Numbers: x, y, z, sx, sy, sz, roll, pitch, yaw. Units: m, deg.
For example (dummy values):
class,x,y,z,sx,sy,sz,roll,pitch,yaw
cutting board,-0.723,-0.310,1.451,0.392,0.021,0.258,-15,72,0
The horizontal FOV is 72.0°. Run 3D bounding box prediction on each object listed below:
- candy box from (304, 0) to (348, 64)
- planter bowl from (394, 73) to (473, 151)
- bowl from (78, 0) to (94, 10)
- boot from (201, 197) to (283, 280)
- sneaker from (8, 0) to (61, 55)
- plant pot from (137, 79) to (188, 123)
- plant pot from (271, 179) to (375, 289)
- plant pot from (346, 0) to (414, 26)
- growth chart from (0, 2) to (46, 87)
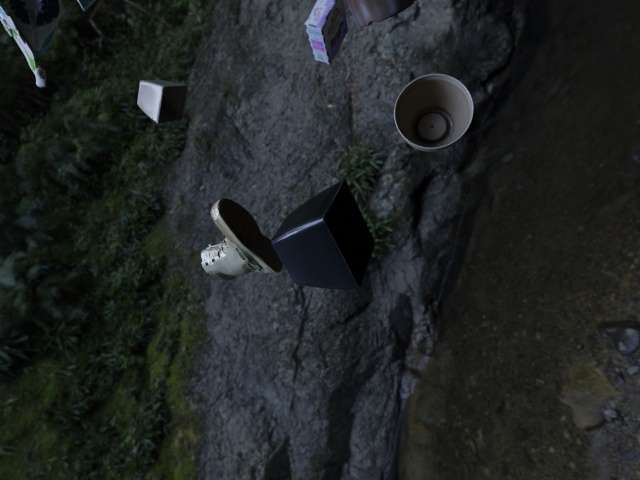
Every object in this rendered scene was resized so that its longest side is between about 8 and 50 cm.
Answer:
class,x,y,z,sx,sy,sz,roll,pitch,yaw
candy box,0.026,-0.775,1.601,0.165,0.070,0.196,-64,-16,-9
planter bowl,0.247,-0.266,0.972,0.109,0.162,0.162,23,-93,-77
bowl,-0.771,-0.919,1.391,0.163,0.311,0.311,-33,15,-11
boot,-0.245,0.010,1.149,0.203,0.262,0.095,-12,48,29
sneaker,-0.570,-0.495,0.872,0.110,0.107,0.275,-40,55,55
plant pot,-0.468,-0.416,1.289,0.109,0.096,0.109,-41,-25,-60
plant pot,0.000,0.000,1.011,0.167,0.188,0.187,-15,27,26
plant pot,0.094,-0.492,0.788,0.167,0.165,0.167,-20,33,14
growth chart,-0.569,-0.393,0.802,0.021,0.237,0.172,-34,16,-22
